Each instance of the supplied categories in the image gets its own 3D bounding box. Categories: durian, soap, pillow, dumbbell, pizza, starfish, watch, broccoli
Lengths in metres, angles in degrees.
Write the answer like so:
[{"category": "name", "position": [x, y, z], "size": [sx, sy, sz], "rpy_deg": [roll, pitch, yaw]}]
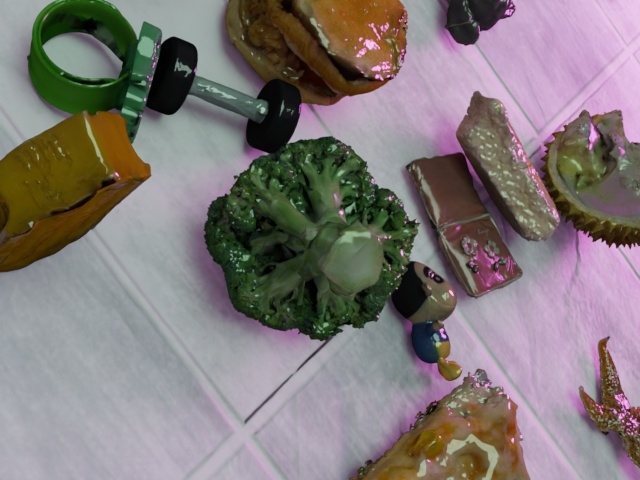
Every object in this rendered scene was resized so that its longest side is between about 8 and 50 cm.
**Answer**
[{"category": "durian", "position": [0.469, -0.110, 1.522], "size": [0.172, 0.166, 0.306], "rpy_deg": [30, 44, -25]}, {"category": "soap", "position": [-0.277, -0.045, 0.929], "size": [0.160, 0.257, 0.080], "rpy_deg": [-30, 90, -38]}, {"category": "pillow", "position": [0.220, -0.027, 1.395], "size": [0.126, 0.043, 0.233], "rpy_deg": [-18, 81, -41]}, {"category": "dumbbell", "position": [-0.128, -0.189, 1.187], "size": [0.191, 0.100, 0.100], "rpy_deg": [18, 63, -28]}, {"category": "pizza", "position": [0.173, 0.430, 1.153], "size": [0.435, 0.080, 0.392], "rpy_deg": [-31, 97, -31]}, {"category": "starfish", "position": [0.509, 0.290, 1.462], "size": [0.247, 0.050, 0.138], "rpy_deg": [48, 55, -4]}, {"category": "watch", "position": [-0.276, -0.209, 1.086], "size": [0.152, 0.131, 0.165], "rpy_deg": [18, 63, -16]}, {"category": "broccoli", "position": [0.000, 0.000, 1.099], "size": [0.269, 0.270, 0.270], "rpy_deg": [-3, 98, -19]}]

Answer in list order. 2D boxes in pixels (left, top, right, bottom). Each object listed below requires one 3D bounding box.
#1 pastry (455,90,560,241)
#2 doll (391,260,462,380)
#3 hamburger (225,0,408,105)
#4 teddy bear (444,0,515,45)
[{"category": "pastry", "position": [0.294, -0.112, 1.420], "size": [0.089, 0.121, 0.258], "rpy_deg": [-36, 109, -1]}, {"category": "doll", "position": [0.159, 0.107, 1.280], "size": [0.088, 0.102, 0.179], "rpy_deg": [-25, 88, 1]}, {"category": "hamburger", "position": [-0.001, -0.306, 1.284], "size": [0.244, 0.163, 0.244], "rpy_deg": [20, 58, -35]}, {"category": "teddy bear", "position": [0.285, -0.460, 1.550], "size": [0.171, 0.144, 0.251], "rpy_deg": [-6, 78, -50]}]
